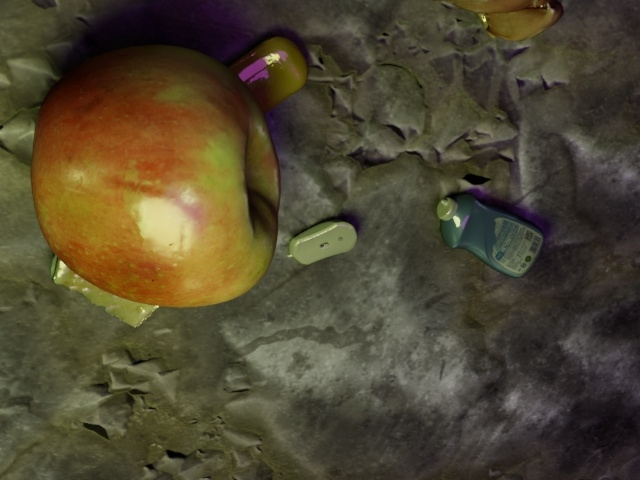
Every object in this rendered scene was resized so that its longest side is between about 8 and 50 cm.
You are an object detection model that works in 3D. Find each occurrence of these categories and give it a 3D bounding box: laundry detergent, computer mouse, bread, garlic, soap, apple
[{"bbox_3d":[0.258,-0.015,1.641,0.206,0.061,0.097,25,108,-32],"label":"laundry detergent"},{"bbox_3d":[0.000,0.000,1.560,0.110,0.032,0.056,-21,124,2],"label":"computer mouse"},{"bbox_3d":[-0.255,0.039,1.454,0.232,0.064,0.172,-11,121,-16],"label":"bread"},{"bbox_3d":[0.230,-0.366,1.373,0.214,0.191,0.160,28,80,-21],"label":"garlic"},{"bbox_3d":[-0.083,-0.211,1.392,0.140,0.045,0.089,-35,128,-1],"label":"soap"},{"bbox_3d":[-0.201,-0.075,1.264,0.277,0.319,0.319,-5,124,12],"label":"apple"}]
